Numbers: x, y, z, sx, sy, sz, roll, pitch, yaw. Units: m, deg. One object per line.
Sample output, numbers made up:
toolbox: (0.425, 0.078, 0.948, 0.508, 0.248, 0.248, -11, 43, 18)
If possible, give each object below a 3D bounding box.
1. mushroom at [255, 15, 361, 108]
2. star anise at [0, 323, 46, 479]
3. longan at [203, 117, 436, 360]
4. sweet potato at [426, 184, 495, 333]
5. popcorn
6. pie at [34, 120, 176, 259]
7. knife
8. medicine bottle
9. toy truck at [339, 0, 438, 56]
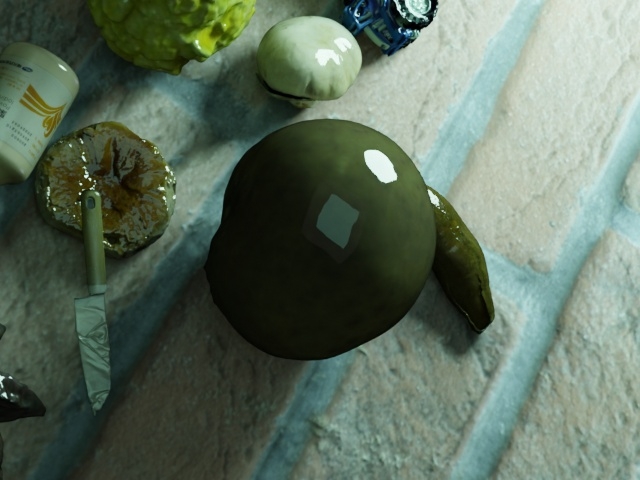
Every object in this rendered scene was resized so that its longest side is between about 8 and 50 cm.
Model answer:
mushroom: (-0.017, -0.250, 1.773, 0.154, 0.123, 0.154, 2, 40, -2)
star anise: (-0.485, 0.176, 1.477, 0.331, 0.118, 0.332, 16, 46, -18)
longan: (0.000, 0.000, 1.618, 0.318, 0.319, 0.319, 4, 76, -16)
sweet potato: (0.165, 0.009, 1.787, 0.112, 0.085, 0.286, -36, 101, 12)
popcorn: (-0.203, -0.357, 1.704, 0.236, 0.206, 0.252, -2, 45, -3)
pie: (-0.288, -0.074, 1.680, 0.195, 0.046, 0.195, 4, 75, -16)
knife: (-0.302, 0.082, 1.629, 0.047, 0.017, 0.298, -5, 92, -17)
medicine bottle: (-0.420, -0.132, 1.619, 0.114, 0.114, 0.252, 29, 71, -8)
toy truck: (0.069, -0.377, 1.828, 0.126, 0.113, 0.208, -31, 86, -20)
